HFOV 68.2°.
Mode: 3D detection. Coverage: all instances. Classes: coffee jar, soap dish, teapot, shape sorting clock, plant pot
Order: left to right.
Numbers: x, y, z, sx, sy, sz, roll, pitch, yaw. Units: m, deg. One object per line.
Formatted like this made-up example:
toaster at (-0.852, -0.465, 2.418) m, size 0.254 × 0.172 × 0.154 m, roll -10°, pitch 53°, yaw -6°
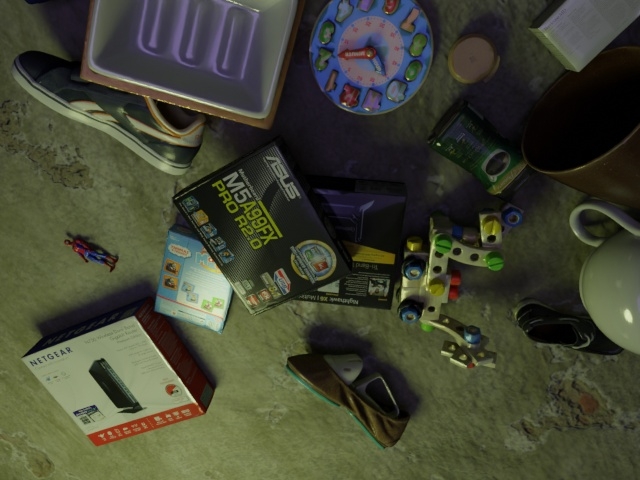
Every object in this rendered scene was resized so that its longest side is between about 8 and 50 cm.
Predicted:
soap dish at (-0.189, -0.320, 0.723) m, size 0.291 × 0.118 × 0.228 m, roll 12°, pitch 105°, yaw -17°
shape sorting clock at (0.083, -0.313, 0.786) m, size 0.206 × 0.040 × 0.206 m, roll 2°, pitch 116°, yaw 5°
coffee jar at (0.284, -0.151, 0.819) m, size 0.184 × 0.079 × 0.096 m, roll 36°, pitch 112°, yaw -10°
plant pot at (0.484, -0.144, 0.748) m, size 0.230 × 0.215 × 0.215 m, roll 29°, pitch 116°, yaw -23°
teapot at (0.562, 0.077, 0.848) m, size 0.253 × 0.187 × 0.255 m, roll 12°, pitch 90°, yaw -20°

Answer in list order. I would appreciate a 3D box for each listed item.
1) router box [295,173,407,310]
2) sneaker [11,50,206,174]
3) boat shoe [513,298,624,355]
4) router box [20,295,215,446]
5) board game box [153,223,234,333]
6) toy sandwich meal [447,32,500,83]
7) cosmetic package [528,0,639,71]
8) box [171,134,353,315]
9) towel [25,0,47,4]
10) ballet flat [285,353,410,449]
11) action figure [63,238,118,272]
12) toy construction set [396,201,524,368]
router box at (0.000, 0.000, 0.922) m, size 0.309 × 0.081 × 0.242 m, roll 6°, pitch 115°, yaw 4°
sneaker at (-0.349, -0.252, 0.820) m, size 0.321 × 0.126 × 0.127 m, roll 30°, pitch 120°, yaw -20°
boat shoe at (0.511, 0.194, 0.961) m, size 0.233 × 0.079 × 0.084 m, roll 18°, pitch 114°, yaw -4°
router box at (-0.475, 0.322, 1.127) m, size 0.336 × 0.082 × 0.301 m, roll -21°, pitch 111°, yaw 16°
board game box at (-0.261, 0.086, 1.013) m, size 0.160 × 0.039 × 0.211 m, roll 19°, pitch 118°, yaw -1°
toy sandwich meal at (0.253, -0.300, 0.782) m, size 0.086 × 0.029 × 0.085 m, roll 5°, pitch 116°, yaw 10°
cosmetic package at (0.443, -0.381, 0.703) m, size 0.099 × 0.060 × 0.239 m, roll 39°, pitch 113°, yaw -14°
box at (-0.098, -0.018, 0.845) m, size 0.216 × 0.060 × 0.270 m, roll -24°, pitch 110°, yaw 17°
towel at (-0.369, -0.522, 0.726) m, size 0.308 × 0.076 × 0.227 m, roll -10°, pitch 121°, yaw 10°
ballet flat at (0.079, 0.336, 1.068) m, size 0.342 × 0.116 × 0.124 m, roll 43°, pitch 92°, yaw -14°
action figure at (-0.500, 0.028, 1.022) m, size 0.115 × 0.030 × 0.038 m, roll 30°, pitch 120°, yaw -6°
toy construction set at (0.259, 0.083, 0.906) m, size 0.215 × 0.151 × 0.327 m, roll 2°, pitch 105°, yaw 5°
